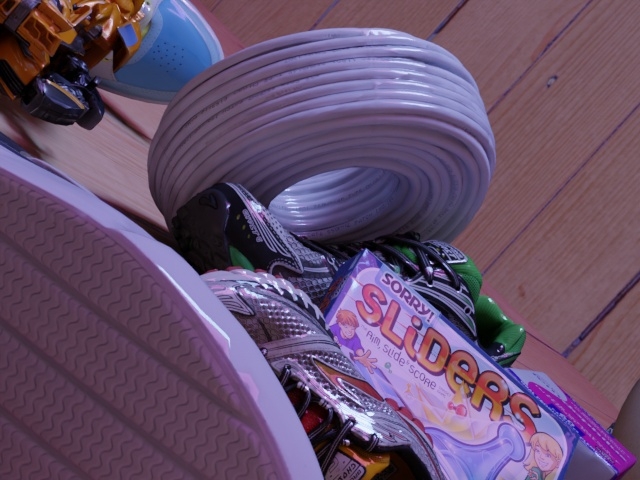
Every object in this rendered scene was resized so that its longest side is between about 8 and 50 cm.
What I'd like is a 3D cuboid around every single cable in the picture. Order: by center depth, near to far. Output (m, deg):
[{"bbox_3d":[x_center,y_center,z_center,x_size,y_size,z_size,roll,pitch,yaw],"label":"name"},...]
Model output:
[{"bbox_3d":[0.001,-0.052,1.222,0.257,0.257,0.089,4,56,-29],"label":"cable"}]

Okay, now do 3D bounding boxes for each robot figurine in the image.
[{"bbox_3d":[-0.217,-0.180,1.189,0.211,0.085,0.291,42,13,-8],"label":"robot figurine"}]

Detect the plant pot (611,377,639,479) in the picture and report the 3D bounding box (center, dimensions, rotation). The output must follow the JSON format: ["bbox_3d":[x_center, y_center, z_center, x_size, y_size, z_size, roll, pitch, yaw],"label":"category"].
[{"bbox_3d":[0.365,0.256,1.451,0.284,0.284,0.191,43,41,3],"label":"plant pot"}]

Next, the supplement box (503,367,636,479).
[{"bbox_3d":[0.159,0.174,1.256,0.111,0.114,0.220,43,5,13],"label":"supplement box"}]

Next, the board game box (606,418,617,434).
[{"bbox_3d":[0.466,0.331,1.909,0.232,0.141,0.291,40,7,-20],"label":"board game box"}]

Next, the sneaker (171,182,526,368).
[{"bbox_3d":[0.024,0.036,1.200,0.343,0.146,0.134,34,11,-48],"label":"sneaker"}]

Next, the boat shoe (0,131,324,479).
[{"bbox_3d":[-0.114,0.016,0.615,0.335,0.121,0.119,42,10,18],"label":"boat shoe"}]

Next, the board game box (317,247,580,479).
[{"bbox_3d":[0.069,0.118,1.069,0.201,0.035,0.136,41,48,-11],"label":"board game box"}]

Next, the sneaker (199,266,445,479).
[{"bbox_3d":[-0.002,0.097,0.906,0.225,0.088,0.092,39,9,-26],"label":"sneaker"}]

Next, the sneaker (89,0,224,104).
[{"bbox_3d":[-0.214,-0.202,1.453,0.319,0.127,0.208,30,9,-20],"label":"sneaker"}]
